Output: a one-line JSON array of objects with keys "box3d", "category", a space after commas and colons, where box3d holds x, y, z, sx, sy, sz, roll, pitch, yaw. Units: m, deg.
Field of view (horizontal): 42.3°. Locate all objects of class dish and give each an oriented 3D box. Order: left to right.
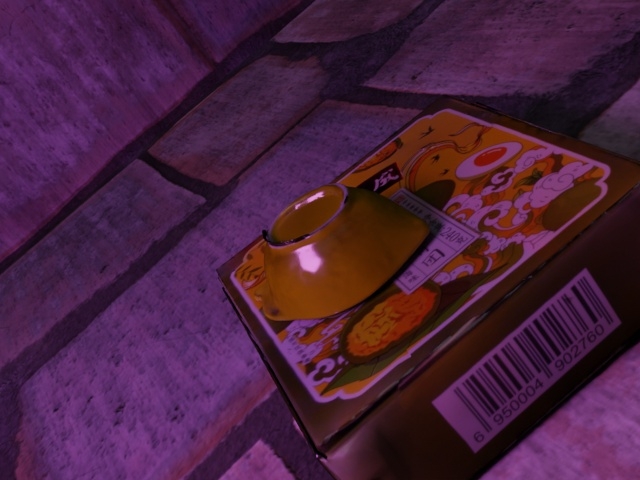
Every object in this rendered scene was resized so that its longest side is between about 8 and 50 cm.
[{"box3d": [0.000, 0.000, 0.817, 0.208, 0.080, 0.148, -23, 30, 23], "category": "dish"}]

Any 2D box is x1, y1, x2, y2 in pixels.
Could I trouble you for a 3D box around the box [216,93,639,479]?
[{"box3d": [0.110, 0.038, 0.866, 0.373, 0.138, 0.420, -39, 27, -3], "category": "box"}]
